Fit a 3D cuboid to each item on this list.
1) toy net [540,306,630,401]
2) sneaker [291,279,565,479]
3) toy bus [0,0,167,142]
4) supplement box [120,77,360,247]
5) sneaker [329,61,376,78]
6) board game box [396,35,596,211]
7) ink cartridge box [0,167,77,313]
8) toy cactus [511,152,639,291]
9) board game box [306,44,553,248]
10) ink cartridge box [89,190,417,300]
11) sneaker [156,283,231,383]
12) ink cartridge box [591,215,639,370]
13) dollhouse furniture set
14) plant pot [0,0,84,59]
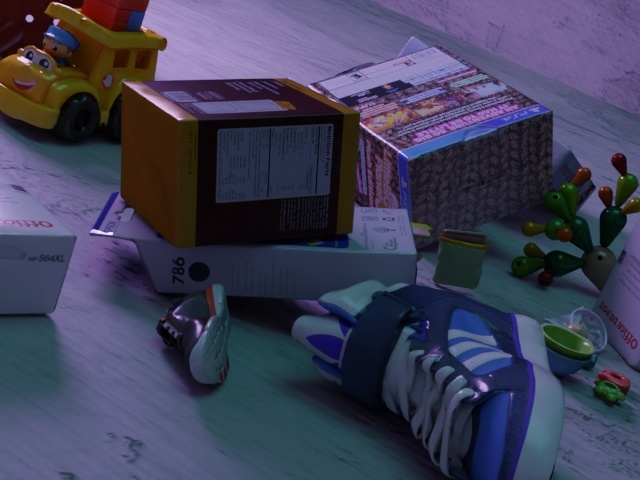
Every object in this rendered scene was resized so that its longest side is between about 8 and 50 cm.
[{"bbox_3d":[0.319,0.122,1.575,0.122,0.045,0.232,23,18,9],"label":"toy net"},{"bbox_3d":[0.083,0.134,1.185,0.236,0.130,0.323,11,21,0],"label":"sneaker"},{"bbox_3d":[-0.307,-0.248,1.733,0.149,0.211,0.220,31,22,27],"label":"toy bus"},{"bbox_3d":[-0.087,-0.087,1.370,0.194,0.129,0.191,-5,19,-24],"label":"supplement box"},{"bbox_3d":[0.100,-0.180,2.174,0.140,0.125,0.341,-17,34,-23],"label":"sneaker"},{"bbox_3d":[0.291,-0.183,2.172,0.318,0.066,0.319,40,5,20],"label":"board game box"},{"bbox_3d":[-0.341,-0.014,1.204,0.148,0.086,0.203,2,26,-44],"label":"ink cartridge box"},{"bbox_3d":[0.373,0.001,1.823,0.180,0.219,0.112,53,-16,-22],"label":"toy cactus"},{"bbox_3d":[0.151,-0.142,1.877,0.232,0.141,0.291,-19,34,-21],"label":"board game box"},{"bbox_3d":[-0.068,0.006,1.397,0.333,0.065,0.165,5,18,0],"label":"ink cartridge box"},{"bbox_3d":[-0.119,0.091,1.213,0.065,0.061,0.158,-8,18,3],"label":"sneaker"},{"bbox_3d":[0.447,0.046,1.658,0.093,0.219,0.160,18,18,-17],"label":"ink cartridge box"},{"bbox_3d":[0.136,0.023,1.627,0.152,0.076,0.058,7,17,-6],"label":"dollhouse furniture set"},{"bbox_3d":[-0.416,-0.395,2.012,0.272,0.272,0.265,14,27,-18],"label":"plant pot"}]
